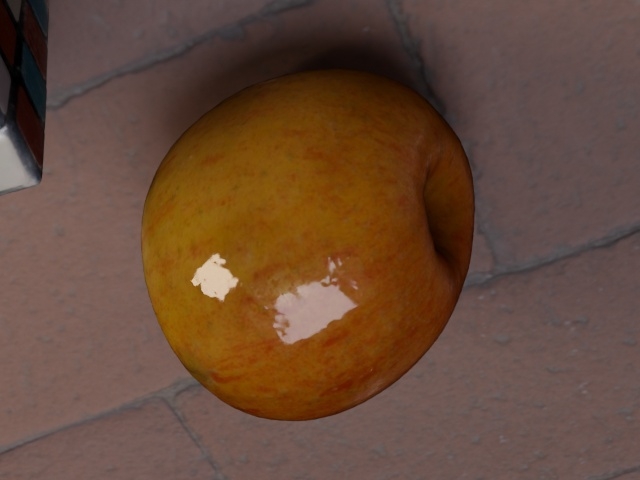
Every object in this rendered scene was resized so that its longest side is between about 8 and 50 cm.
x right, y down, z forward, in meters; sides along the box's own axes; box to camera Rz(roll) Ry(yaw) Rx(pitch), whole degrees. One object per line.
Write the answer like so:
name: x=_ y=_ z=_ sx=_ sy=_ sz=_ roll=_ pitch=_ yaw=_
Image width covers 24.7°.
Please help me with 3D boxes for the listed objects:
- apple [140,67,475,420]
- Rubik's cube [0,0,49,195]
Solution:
apple: x=0.000 y=0.000 z=1.292 sx=0.275 sy=0.299 sz=0.299 roll=-20 pitch=132 yaw=21
Rubik's cube: x=-0.367 y=-0.176 z=1.115 sx=0.258 sy=0.256 sz=0.253 roll=-12 pitch=132 yaw=5
